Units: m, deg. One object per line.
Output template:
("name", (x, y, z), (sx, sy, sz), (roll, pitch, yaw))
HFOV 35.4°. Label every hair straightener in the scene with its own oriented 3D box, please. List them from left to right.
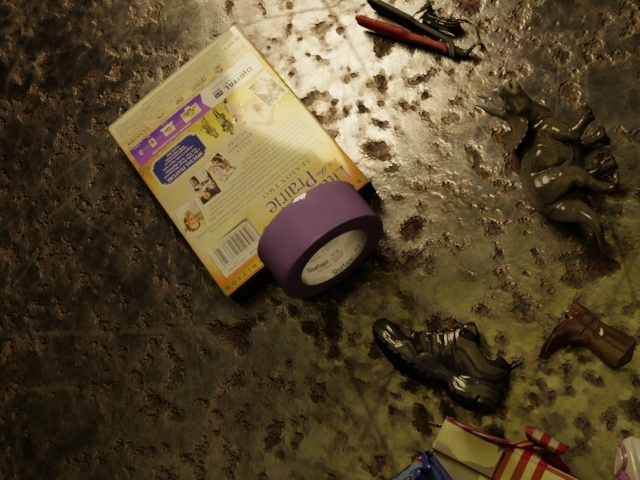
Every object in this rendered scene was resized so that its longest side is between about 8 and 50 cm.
("hair straightener", (0.177, -0.378, 1.716), (0.230, 0.047, 0.089), (23, 81, 23))

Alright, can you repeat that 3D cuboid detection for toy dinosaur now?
("toy dinosaur", (0.370, -0.110, 1.547), (0.160, 0.121, 0.313), (-23, 71, 23))

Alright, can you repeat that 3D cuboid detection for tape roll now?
("tape roll", (0.000, 0.000, 1.573), (0.189, 0.189, 0.080), (-40, 65, 2))

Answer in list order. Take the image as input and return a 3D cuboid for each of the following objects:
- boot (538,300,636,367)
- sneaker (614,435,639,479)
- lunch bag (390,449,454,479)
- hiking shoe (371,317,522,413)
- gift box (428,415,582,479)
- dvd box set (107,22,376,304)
("boot", (0.395, 0.161, 1.478), (0.114, 0.037, 0.106), (37, 89, 20))
("sneaker", (0.497, 0.402, 1.341), (0.152, 0.114, 0.305), (-17, 67, -8))
("lunch bag", (0.138, 0.440, 1.186), (0.221, 0.138, 0.293), (-42, 81, 8))
("hiking shoe", (0.188, 0.168, 1.526), (0.227, 0.086, 0.114), (30, 70, 18))
("gift box", (0.229, 0.368, 1.343), (0.276, 0.255, 0.258), (26, 84, 17))
("dvd box set", (-0.144, -0.141, 1.736), (0.307, 0.062, 0.420), (-40, 65, 2))
